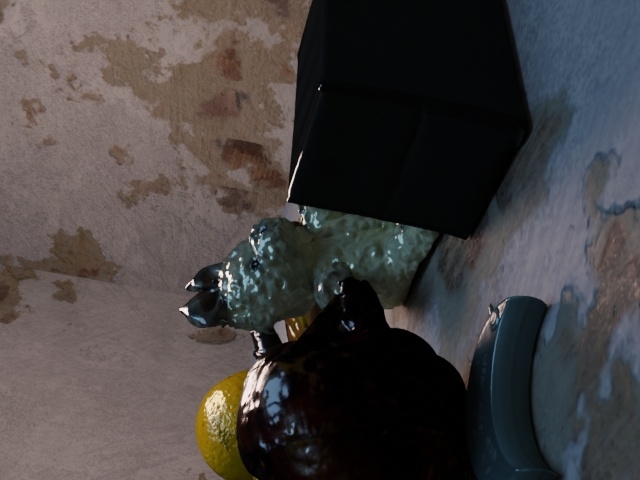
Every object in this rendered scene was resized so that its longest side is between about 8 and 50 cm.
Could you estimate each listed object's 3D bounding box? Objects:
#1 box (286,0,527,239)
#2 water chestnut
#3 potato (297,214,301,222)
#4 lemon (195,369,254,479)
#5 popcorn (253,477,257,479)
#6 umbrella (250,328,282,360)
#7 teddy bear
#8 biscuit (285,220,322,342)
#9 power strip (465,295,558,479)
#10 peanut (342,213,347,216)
[{"bbox_3d":[0.100,-0.207,1.120,0.204,0.251,0.345,109,169,-46],"label":"box"},{"bbox_3d":[0.043,0.193,0.924,0.289,0.289,0.244,-102,30,-70],"label":"water chestnut"},{"bbox_3d":[0.001,-0.003,1.993,0.234,0.128,0.161,103,179,-57],"label":"potato"},{"bbox_3d":[-0.168,0.455,2.067,0.293,0.293,0.293,-169,90,-82],"label":"lemon"},{"bbox_3d":[-0.039,0.428,1.630,0.226,0.203,0.200,46,108,28],"label":"popcorn"},{"bbox_3d":[-0.083,0.316,1.937,0.113,0.106,0.357,90,162,-56],"label":"umbrella"},{"bbox_3d":[-0.021,-0.011,1.335,0.327,0.362,0.375,-91,12,-51],"label":"teddy bear"},{"bbox_3d":[-0.054,0.136,1.925,0.350,0.070,0.394,-120,22,-57],"label":"biscuit"},{"bbox_3d":[0.182,0.147,0.829,0.137,0.044,0.216,111,166,-55],"label":"power strip"},{"bbox_3d":[0.064,-0.077,1.737,0.117,0.101,0.263,53,-136,-74],"label":"peanut"}]
